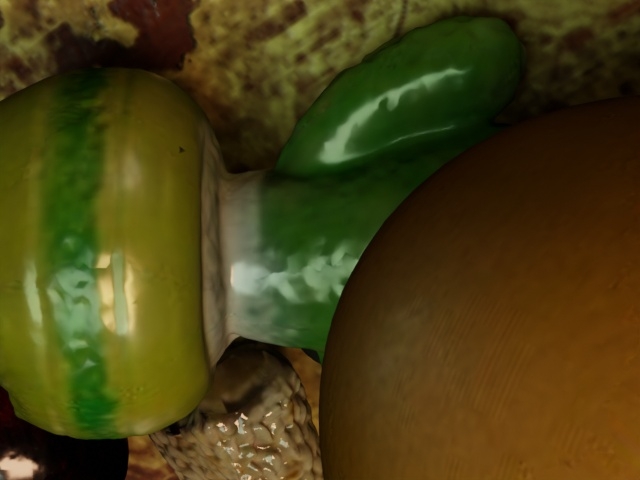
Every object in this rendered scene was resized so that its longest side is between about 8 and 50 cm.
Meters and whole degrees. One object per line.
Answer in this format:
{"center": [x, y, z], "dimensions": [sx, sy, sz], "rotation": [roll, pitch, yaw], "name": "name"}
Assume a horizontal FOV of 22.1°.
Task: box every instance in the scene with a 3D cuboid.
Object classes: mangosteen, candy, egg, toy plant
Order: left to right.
{"center": [-0.183, 0.110, 0.944], "dimensions": [0.152, 0.152, 0.152], "rotation": [7, 122, 12], "name": "mangosteen"}
{"center": [-0.044, 0.112, 0.927], "dimensions": [0.095, 0.085, 0.110], "rotation": [12, 133, 60], "name": "candy"}
{"center": [0.000, 0.000, 0.819], "dimensions": [0.316, 0.184, 0.224], "rotation": [0, 103, 0], "name": "toy plant"}
{"center": [0.163, 0.097, 0.634], "dimensions": [0.351, 0.282, 0.282], "rotation": [40, 125, 16], "name": "egg"}

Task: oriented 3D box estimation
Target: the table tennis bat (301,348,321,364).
{"center": [0.002, 0.036, 0.911], "dimensions": [0.156, 0.013, 0.087], "rotation": [9, 123, 10], "name": "table tennis bat"}

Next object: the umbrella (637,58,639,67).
{"center": [0.168, -0.140, 0.750], "dimensions": [0.027, 0.025, 0.165], "rotation": [-1, 124, -5], "name": "umbrella"}
